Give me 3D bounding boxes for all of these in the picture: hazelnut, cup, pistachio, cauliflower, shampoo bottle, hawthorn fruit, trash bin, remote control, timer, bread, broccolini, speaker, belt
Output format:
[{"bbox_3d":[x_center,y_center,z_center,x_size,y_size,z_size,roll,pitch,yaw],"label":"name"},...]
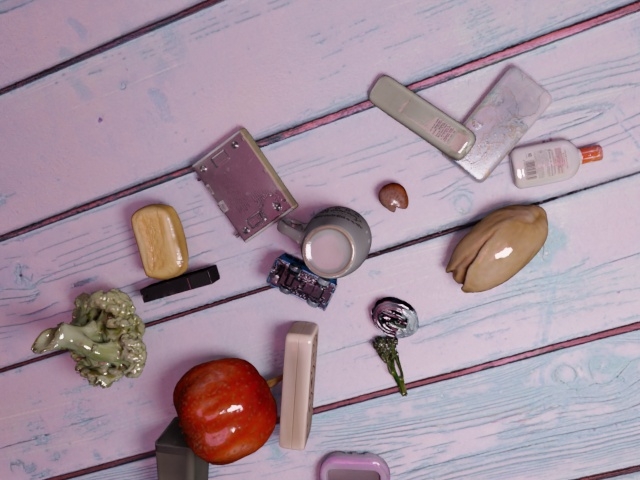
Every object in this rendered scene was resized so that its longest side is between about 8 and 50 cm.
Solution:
[{"bbox_3d":[0.197,-0.113,1.450,0.086,0.086,0.087,1,99,8],"label":"hazelnut"},{"bbox_3d":[0.000,0.000,1.418,0.257,0.234,0.187,18,100,7],"label":"cup"},{"bbox_3d":[0.462,0.018,1.393,0.293,0.181,0.162,-45,53,9],"label":"pistachio"},{"bbox_3d":[-0.623,0.265,1.531,0.326,0.281,0.260,29,69,19],"label":"cauliflower"},{"bbox_3d":[0.607,-0.204,1.391,0.220,0.051,0.108,-11,96,9],"label":"shampoo bottle"},{"bbox_3d":[-0.239,0.457,1.520,0.330,0.287,0.287,-25,95,-15],"label":"hawthorn fruit"},{"bbox_3d":[-0.407,0.679,1.609,0.122,0.164,0.241,4,99,8],"label":"trash bin"},{"bbox_3d":[0.261,-0.322,1.407,0.309,0.038,0.090,37,105,11],"label":"remote control"},{"bbox_3d":[0.103,0.718,1.591,0.208,0.069,0.191,0,98,9],"label":"timer"},{"bbox_3d":[-0.453,0.002,1.547,0.147,0.098,0.218,-8,95,10],"label":"bread"},{"bbox_3d":[0.211,0.359,1.527,0.073,0.058,0.201,-21,94,17],"label":"broccolini"},{"bbox_3d":[-0.407,0.127,1.568,0.217,0.082,0.044,-17,96,9],"label":"speaker"},{"bbox_3d":[0.208,0.216,1.506,0.139,0.058,0.105,20,101,4],"label":"belt"}]

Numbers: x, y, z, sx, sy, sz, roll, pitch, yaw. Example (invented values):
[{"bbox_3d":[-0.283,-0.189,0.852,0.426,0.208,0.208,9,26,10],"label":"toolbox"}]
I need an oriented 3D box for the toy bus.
[{"bbox_3d":[-0.051,0.111,1.503,0.184,0.106,0.090,26,105,-2],"label":"toy bus"}]

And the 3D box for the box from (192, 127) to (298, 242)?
[{"bbox_3d":[-0.216,-0.151,1.519,0.210,0.045,0.270,-33,93,10],"label":"box"}]

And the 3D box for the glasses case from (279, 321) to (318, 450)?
[{"bbox_3d":[-0.060,0.409,1.530,0.076,0.144,0.337,5,100,7],"label":"glasses case"}]

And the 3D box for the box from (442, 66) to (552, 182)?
[{"bbox_3d":[0.456,-0.297,1.405,0.142,0.044,0.285,38,102,-3],"label":"box"}]
